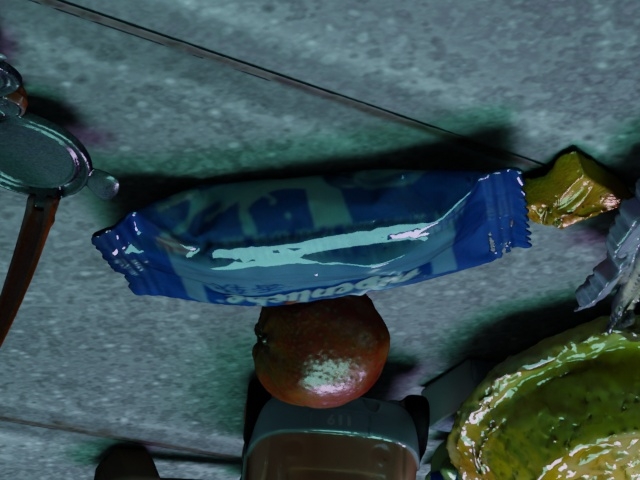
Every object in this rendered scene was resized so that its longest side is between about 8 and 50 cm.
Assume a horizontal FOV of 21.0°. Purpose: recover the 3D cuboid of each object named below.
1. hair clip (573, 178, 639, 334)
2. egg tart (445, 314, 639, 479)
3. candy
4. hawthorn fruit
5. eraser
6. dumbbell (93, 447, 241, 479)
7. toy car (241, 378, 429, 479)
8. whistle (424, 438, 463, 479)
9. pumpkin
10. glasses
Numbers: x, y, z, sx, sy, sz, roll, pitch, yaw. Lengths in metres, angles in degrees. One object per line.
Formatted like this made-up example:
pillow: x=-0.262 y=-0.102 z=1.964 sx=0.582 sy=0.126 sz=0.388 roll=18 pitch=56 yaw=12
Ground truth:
hair clip: x=0.267 y=0.005 z=1.360 sx=0.106 sy=0.084 sz=0.292 roll=-38 pitch=168 yaw=-19
egg tart: x=0.262 y=0.180 z=1.642 sx=0.288 sy=0.118 sz=0.288 roll=-9 pitch=140 yaw=-8
candy: x=0.000 y=0.000 z=1.329 sx=0.331 sy=0.077 sz=0.187 roll=-5 pitch=161 yaw=4
hawthorn fruit: x=0.001 y=0.085 z=1.463 sx=0.128 sy=0.128 sz=0.128 roll=-4 pitch=155 yaw=-2
eraser: x=0.215 y=0.167 z=1.750 sx=0.212 sy=0.046 sz=0.092 roll=10 pitch=150 yaw=-29
dumbbell: x=-0.133 y=0.277 z=1.872 sx=0.230 sy=0.092 sz=0.082 roll=7 pitch=179 yaw=-27
toy car: x=0.006 y=0.268 z=1.701 sx=0.180 sy=0.212 sz=0.270 roll=6 pitch=154 yaw=-2
whistle: x=0.171 y=0.252 z=1.871 sx=0.105 sy=0.085 sz=0.227 roll=5 pitch=165 yaw=-20
pumpkin: x=0.198 y=-0.032 z=1.343 sx=0.073 sy=0.035 sz=0.101 roll=-28 pitch=146 yaw=32
glasses: x=-0.243 y=0.019 z=1.107 sx=0.118 sy=0.268 sz=0.234 roll=7 pitch=161 yaw=18
